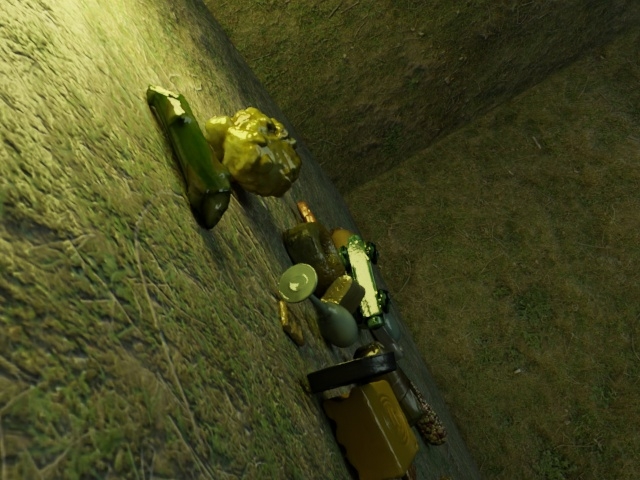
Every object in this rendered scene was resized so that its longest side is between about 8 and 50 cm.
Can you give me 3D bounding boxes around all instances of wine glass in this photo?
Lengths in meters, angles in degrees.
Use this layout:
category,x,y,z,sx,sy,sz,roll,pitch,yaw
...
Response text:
category,x,y,z,sx,sy,sz,roll,pitch,yaw
wine glass,-0.022,0.113,1.271,0.309,0.096,0.264,52,8,-51

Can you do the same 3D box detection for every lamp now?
category,x,y,z,sx,sy,sz,roll,pitch,yaw
lamp,0.276,0.373,2.047,0.246,0.107,0.179,62,13,9

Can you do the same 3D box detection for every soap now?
category,x,y,z,sx,sy,sz,roll,pitch,yaw
soap,0.126,0.423,1.108,0.204,0.096,0.324,63,9,18

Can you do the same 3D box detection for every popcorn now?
category,x,y,z,sx,sy,sz,roll,pitch,yaw
popcorn,-0.175,-0.218,1.255,0.266,0.192,0.233,31,37,-20

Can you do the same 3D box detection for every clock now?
category,x,y,z,sx,sy,sz,roll,pitch,yaw
clock,0.065,0.265,0.996,0.184,0.184,0.040,37,36,-68

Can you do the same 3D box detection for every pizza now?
category,x,y,z,sx,sy,sz,roll,pitch,yaw
pizza,0.230,0.620,1.305,0.100,0.029,0.099,50,22,-38

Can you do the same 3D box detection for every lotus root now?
category,x,y,z,sx,sy,sz,roll,pitch,yaw
lotus root,0.119,0.043,2.126,0.146,0.130,0.303,55,11,-39

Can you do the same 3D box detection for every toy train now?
category,x,y,z,sx,sy,sz,roll,pitch,yaw
toy train,0.152,0.171,1.825,0.237,0.150,0.369,96,-14,-59

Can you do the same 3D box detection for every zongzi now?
category,x,y,z,sx,sy,sz,roll,pitch,yaw
zongzi,0.183,0.403,1.462,0.260,0.123,0.289,58,-1,0

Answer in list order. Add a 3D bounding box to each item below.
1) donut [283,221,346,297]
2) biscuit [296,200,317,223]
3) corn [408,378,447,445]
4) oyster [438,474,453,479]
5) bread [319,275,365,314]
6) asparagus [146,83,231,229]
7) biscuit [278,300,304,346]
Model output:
category,x,y,z,sx,sy,sz,roll,pitch,yaw
donut,-0.007,0.049,1.515,0.272,0.107,0.272,56,11,-18
biscuit,0.000,0.000,1.771,0.284,0.043,0.306,62,-3,-22
corn,0.372,0.636,1.839,0.281,0.092,0.092,55,10,-6
oyster,0.417,0.824,1.601,0.177,0.056,0.106,-97,168,-65
bread,0.063,0.173,1.451,0.060,0.140,0.178,36,-3,24
asparagus,-0.255,-0.185,0.962,0.082,0.085,0.343,-2,63,-53
biscuit,-0.063,0.179,1.075,0.081,0.018,0.083,54,11,-32
